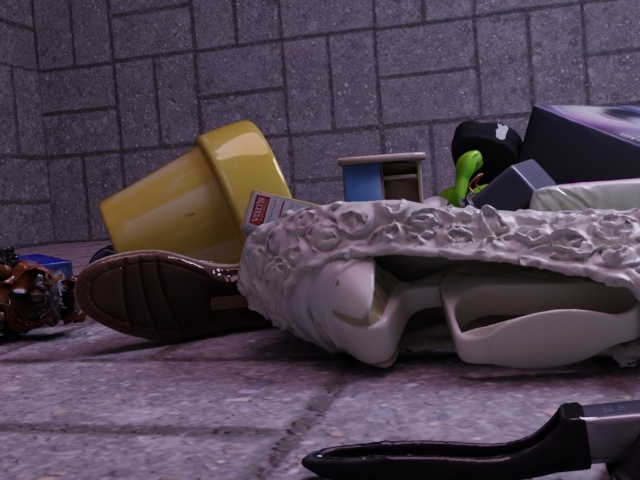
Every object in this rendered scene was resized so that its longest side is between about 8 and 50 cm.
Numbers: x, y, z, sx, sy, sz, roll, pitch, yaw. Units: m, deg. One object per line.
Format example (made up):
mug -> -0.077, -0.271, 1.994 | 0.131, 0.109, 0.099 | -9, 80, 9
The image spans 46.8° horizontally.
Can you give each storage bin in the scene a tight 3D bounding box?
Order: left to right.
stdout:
storage bin -> 0.270, -0.068, 1.055 | 0.091, 0.098, 0.135 | -47, -15, 29

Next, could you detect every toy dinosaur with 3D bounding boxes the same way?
toy dinosaur -> -0.433, 0.073, 0.896 | 0.322, 0.164, 0.218 | -22, -19, 23

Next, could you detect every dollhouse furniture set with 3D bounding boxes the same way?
dollhouse furniture set -> 0.138, -0.028, 1.027 | 0.286, 0.198, 0.303 | -4, 4, 5

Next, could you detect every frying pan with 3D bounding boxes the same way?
frying pan -> 0.175, 0.091, 0.355 | 0.326, 0.053, 0.197 | 2, 6, 37

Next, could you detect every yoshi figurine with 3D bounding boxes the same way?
yoshi figurine -> 0.293, -0.047, 1.353 | 0.203, 0.203, 0.362 | 15, -8, -29

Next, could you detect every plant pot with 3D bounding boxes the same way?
plant pot -> -0.173, -0.016, 1.058 | 0.239, 0.254, 0.254 | -22, 8, -13

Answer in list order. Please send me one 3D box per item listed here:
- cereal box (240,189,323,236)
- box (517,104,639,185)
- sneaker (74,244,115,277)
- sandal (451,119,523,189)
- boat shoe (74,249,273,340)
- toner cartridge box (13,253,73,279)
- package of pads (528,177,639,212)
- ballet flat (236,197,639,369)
cereal box -> 0.049, 0.015, 0.775 | 0.240, 0.047, 0.173 | 13, -11, 10
box -> 0.548, -0.113, 1.270 | 0.294, 0.182, 0.296 | -6, 28, -30
sneaker -> -0.255, 0.043, 1.186 | 0.269, 0.101, 0.153 | -9, 3, 10
sandal -> 0.358, -0.118, 1.504 | 0.168, 0.107, 0.445 | 14, -23, 18
boat shoe -> -0.147, 0.064, 0.827 | 0.258, 0.095, 0.095 | 7, -5, -28
toner cartridge box -> -0.517, 0.070, 1.207 | 0.165, 0.075, 0.348 | -7, 4, -28
package of pads -> 0.428, -0.016, 0.975 | 0.297, 0.101, 0.229 | -3, -9, 16
ballet flat -> 0.097, 0.042, 0.604 | 0.409, 0.147, 0.147 | -4, 4, 21
